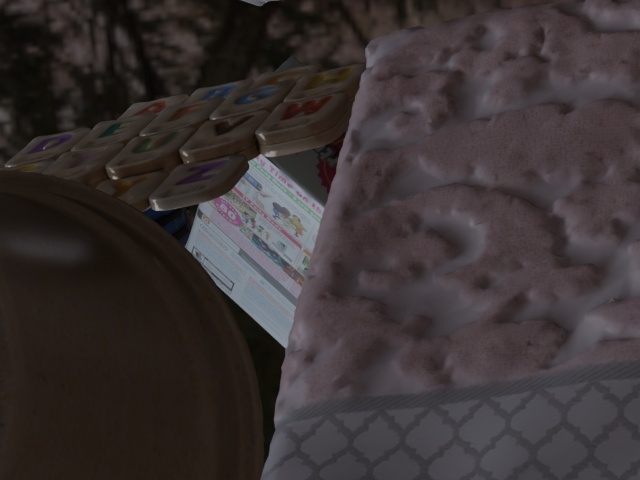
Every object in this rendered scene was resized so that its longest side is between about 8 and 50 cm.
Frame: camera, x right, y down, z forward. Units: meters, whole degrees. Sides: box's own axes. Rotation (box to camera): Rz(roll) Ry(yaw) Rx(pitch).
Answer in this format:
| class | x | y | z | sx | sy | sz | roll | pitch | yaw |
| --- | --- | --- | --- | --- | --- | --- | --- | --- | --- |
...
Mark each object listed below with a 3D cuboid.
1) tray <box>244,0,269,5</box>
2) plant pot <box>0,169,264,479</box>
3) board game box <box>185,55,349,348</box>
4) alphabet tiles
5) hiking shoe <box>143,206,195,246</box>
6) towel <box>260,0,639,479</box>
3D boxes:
| class | x | y | z | sx | sy | sz | roll | pitch | yaw |
| --- | --- | --- | --- | --- | --- | --- | --- | --- | --- |
| tray | -0.150 | -0.244 | 1.363 | 0.145 | 0.270 | 0.030 | -124 | 53 | -69 |
| plant pot | -0.215 | 0.090 | 0.834 | 0.305 | 0.334 | 0.333 | 59 | -148 | -76 |
| board game box | 0.000 | 0.000 | 1.521 | 0.097 | 0.224 | 0.303 | -46 | -7 | -23 |
| alphabet tiles | -0.106 | -0.071 | 1.191 | 0.278 | 0.284 | 0.021 | -56 | -49 | -63 |
| hiking shoe | -0.186 | -0.007 | 1.801 | 0.304 | 0.113 | 0.132 | 57 | -160 | -60 |
| towel | 0.146 | 0.009 | 0.510 | 0.317 | 0.332 | 0.053 | -73 | -31 | -46 |
